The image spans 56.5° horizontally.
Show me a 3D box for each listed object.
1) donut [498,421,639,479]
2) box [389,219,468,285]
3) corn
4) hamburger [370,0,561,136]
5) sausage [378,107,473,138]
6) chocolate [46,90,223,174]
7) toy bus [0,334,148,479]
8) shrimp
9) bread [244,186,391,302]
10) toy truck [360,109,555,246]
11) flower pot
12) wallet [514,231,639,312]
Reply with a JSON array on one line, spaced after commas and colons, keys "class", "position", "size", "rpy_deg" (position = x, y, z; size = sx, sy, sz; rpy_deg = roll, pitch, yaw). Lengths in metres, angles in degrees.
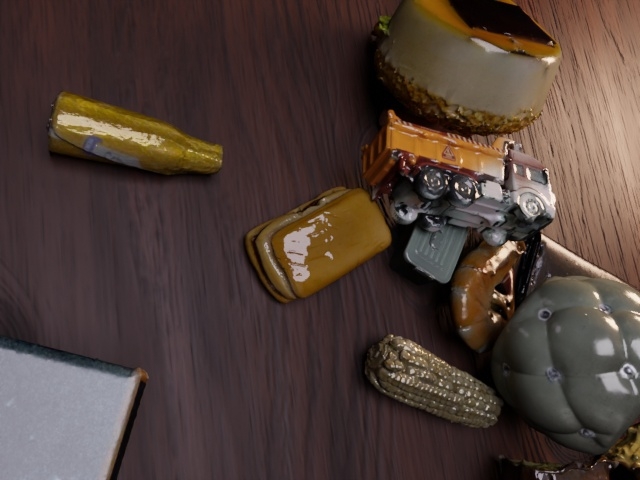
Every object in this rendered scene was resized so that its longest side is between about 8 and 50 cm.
[{"class": "donut", "position": [0.422, 0.421, 0.867], "size": [0.344, 0.136, 0.260], "rpy_deg": [-5, 79, -24]}, {"class": "box", "position": [0.162, 0.008, 0.904], "size": [0.084, 0.069, 0.122], "rpy_deg": [33, 65, -10]}, {"class": "corn", "position": [0.157, 0.205, 0.845], "size": [0.210, 0.087, 0.087], "rpy_deg": [31, 66, -20]}, {"class": "hamburger", "position": [0.221, -0.275, 0.921], "size": [0.275, 0.179, 0.294], "rpy_deg": [0, 46, -24]}, {"class": "sausage", "position": [0.177, -0.189, 0.977], "size": [0.176, 0.040, 0.047], "rpy_deg": [5, 118, -21]}, {"class": "chocolate", "position": [-0.231, -0.129, 0.769], "size": [0.219, 0.085, 0.086], "rpy_deg": [9, 72, -22]}, {"class": "toy bus", "position": [-0.345, 0.160, 0.571], "size": [0.323, 0.194, 0.162], "rpy_deg": [20, 70, -18]}, {"class": "shrimp", "position": [0.283, 0.062, 0.937], "size": [0.287, 0.062, 0.152], "rpy_deg": [-43, 110, -38]}, {"class": "bread", "position": [0.000, 0.000, 0.837], "size": [0.200, 0.077, 0.116], "rpy_deg": [-29, 96, -27]}, {"class": "toy truck", "position": [0.197, -0.084, 0.850], "size": [0.270, 0.114, 0.136], "rpy_deg": [13, 63, -16]}, {"class": "flower pot", "position": [0.364, 0.167, 0.842], "size": [0.195, 0.246, 0.246], "rpy_deg": [36, 59, 27]}, {"class": "wallet", "position": [0.474, 0.122, 1.021], "size": [0.317, 0.045, 0.173], "rpy_deg": [28, 65, -13]}]
